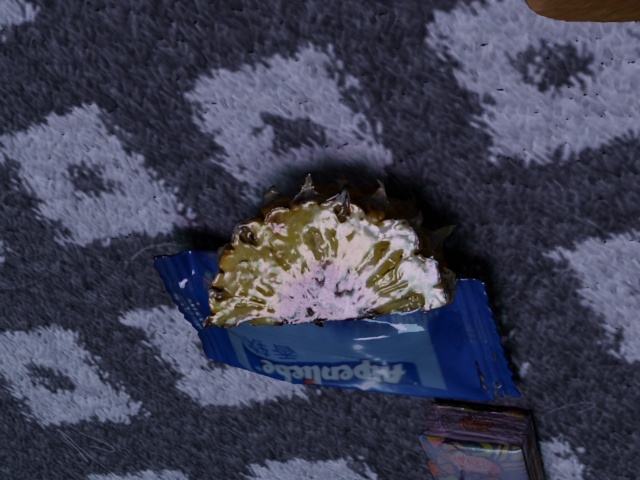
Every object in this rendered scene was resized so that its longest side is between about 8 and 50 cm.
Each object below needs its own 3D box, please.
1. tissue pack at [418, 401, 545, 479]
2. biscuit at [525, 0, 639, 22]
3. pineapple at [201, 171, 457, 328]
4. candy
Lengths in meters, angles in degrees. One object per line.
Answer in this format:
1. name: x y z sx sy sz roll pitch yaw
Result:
1. tissue pack: 0.167 0.231 1.453 0.108 0.060 0.148 3 136 22
2. biscuit: 0.286 -0.209 0.752 0.365 0.062 0.385 -5 168 -28
3. pineapple: 0.000 0.000 1.253 0.233 0.079 0.135 -8 105 14
4. candy: 0.015 0.081 1.364 0.331 0.077 0.187 6 143 22
